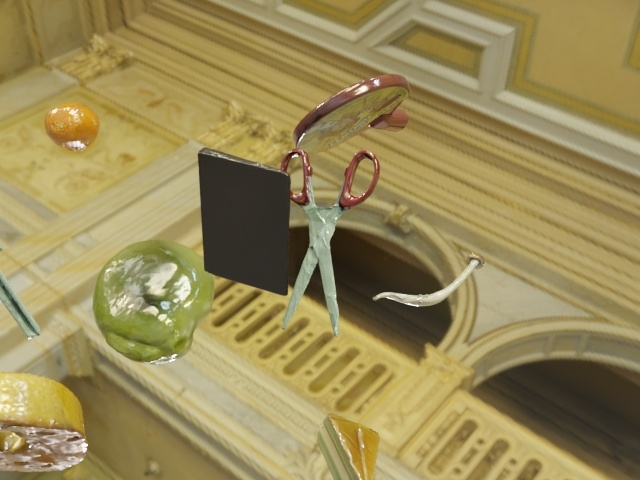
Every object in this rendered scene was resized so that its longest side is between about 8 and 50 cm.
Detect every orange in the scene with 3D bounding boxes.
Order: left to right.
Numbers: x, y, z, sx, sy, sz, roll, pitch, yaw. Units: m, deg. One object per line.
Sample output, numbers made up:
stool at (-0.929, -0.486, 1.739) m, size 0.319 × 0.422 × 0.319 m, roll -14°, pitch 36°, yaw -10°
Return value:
orange at (-0.627, -0.289, 2.078) m, size 0.118 × 0.135 × 0.135 m, roll 60°, pitch -37°, yaw 3°

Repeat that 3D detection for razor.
razor at (-0.618, 0.096, 1.588) m, size 0.278 × 0.111 × 0.056 m, roll 75°, pitch -9°, yaw -48°

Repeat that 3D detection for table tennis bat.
table tennis bat at (0.067, -0.203, 1.324) m, size 0.200 × 0.310 × 0.038 m, roll -33°, pitch -101°, yaw 26°

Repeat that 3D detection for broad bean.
broad bean at (-0.316, 0.111, 1.559) m, size 0.119 × 0.238 × 0.291 m, roll 75°, pitch -7°, yaw -46°

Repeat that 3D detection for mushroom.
mushroom at (0.251, 0.101, 1.813) m, size 0.068 × 0.306 × 0.043 m, roll 48°, pitch -34°, yaw 31°

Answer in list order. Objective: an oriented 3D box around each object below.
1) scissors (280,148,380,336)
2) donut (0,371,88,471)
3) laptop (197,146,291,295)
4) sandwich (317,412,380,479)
scissors at (0.000, 0.000, 1.087) m, size 0.144 × 0.017 × 0.248 m, roll 4°, pitch -96°, yaw 25°
donut at (-0.530, 0.309, 1.405) m, size 0.277 × 0.109 × 0.278 m, roll 0°, pitch -31°, yaw 0°
laptop at (-0.099, -0.022, 1.082) m, size 0.135 × 0.016 × 0.197 m, roll 17°, pitch -53°, yaw 18°
sandwich at (0.040, 0.421, 1.540) m, size 0.113 × 0.163 × 0.079 m, roll 24°, pitch -56°, yaw -4°
